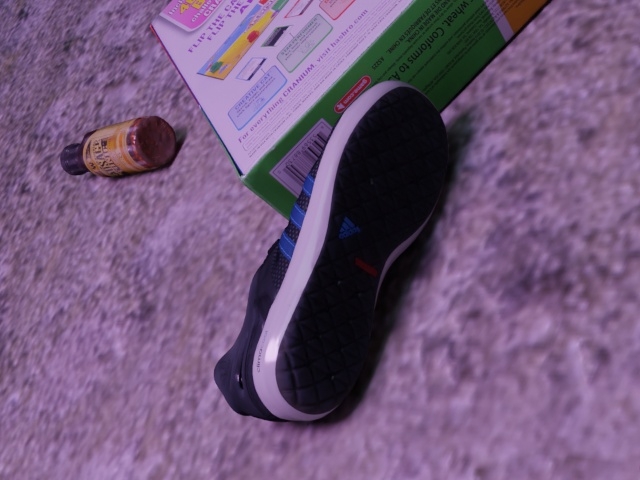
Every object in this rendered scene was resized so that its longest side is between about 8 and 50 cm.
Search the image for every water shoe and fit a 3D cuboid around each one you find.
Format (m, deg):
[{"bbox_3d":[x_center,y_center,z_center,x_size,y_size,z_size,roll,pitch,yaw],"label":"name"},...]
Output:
[{"bbox_3d":[0.000,0.000,0.714,0.080,0.073,0.203,-11,46,51],"label":"water shoe"}]

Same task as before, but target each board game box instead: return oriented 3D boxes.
[{"bbox_3d":[0.014,-0.167,0.897,0.242,0.064,0.316,-45,29,7],"label":"board game box"}]

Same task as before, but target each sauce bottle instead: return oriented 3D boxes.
[{"bbox_3d":[-0.161,-0.069,1.046,0.128,0.042,0.042,-9,48,52],"label":"sauce bottle"}]
